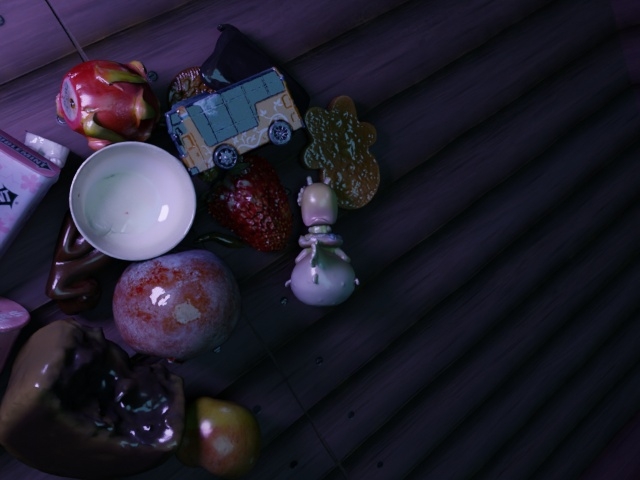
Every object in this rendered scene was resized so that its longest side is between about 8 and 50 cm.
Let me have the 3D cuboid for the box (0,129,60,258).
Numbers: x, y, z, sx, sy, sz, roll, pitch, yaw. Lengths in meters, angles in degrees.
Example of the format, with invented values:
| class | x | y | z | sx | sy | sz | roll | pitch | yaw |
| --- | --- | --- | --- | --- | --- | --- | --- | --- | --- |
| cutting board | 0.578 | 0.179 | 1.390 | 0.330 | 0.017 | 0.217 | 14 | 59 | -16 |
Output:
| class | x | y | z | sx | sy | sz | roll | pitch | yaw |
| --- | --- | --- | --- | --- | --- | --- | --- | --- | --- |
| box | -0.758 | -0.057 | 1.035 | 0.190 | 0.112 | 0.370 | 35 | 100 | -20 |

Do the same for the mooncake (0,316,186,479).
| class | x | y | z | sx | sy | sz | roll | pitch | yaw |
| --- | --- | --- | --- | --- | --- | --- | --- | --- | --- |
| mooncake | -0.534 | 0.376 | 1.141 | 0.393 | 0.246 | 0.394 | -7 | 125 | -11 |

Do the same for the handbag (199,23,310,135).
| class | x | y | z | sx | sy | sz | roll | pitch | yaw |
| --- | --- | --- | --- | --- | --- | --- | --- | --- | --- |
| handbag | -0.184 | -0.441 | 1.348 | 0.332 | 0.075 | 0.191 | 34 | 71 | -29 |

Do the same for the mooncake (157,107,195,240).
| class | x | y | z | sx | sy | sz | roll | pitch | yaw |
| --- | --- | --- | --- | --- | --- | --- | --- | --- | --- |
| mooncake | -0.399 | -0.174 | 1.289 | 0.057 | 0.150 | 0.347 | -7 | 116 | 4 |

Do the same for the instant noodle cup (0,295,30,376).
| class | x | y | z | sx | sy | sz | roll | pitch | yaw |
| --- | --- | --- | --- | --- | --- | --- | --- | --- | --- |
| instant noodle cup | -0.810 | 0.252 | 1.055 | 0.243 | 0.243 | 0.231 | 18 | 95 | -27 |

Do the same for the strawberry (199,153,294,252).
| class | x | y | z | sx | sy | sz | roll | pitch | yaw |
| --- | --- | --- | --- | --- | --- | --- | --- | --- | --- |
| strawberry | -0.167 | -0.099 | 1.375 | 0.306 | 0.138 | 0.233 | 41 | 76 | -22 |

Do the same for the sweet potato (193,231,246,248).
| class | x | y | z | sx | sy | sz | roll | pitch | yaw |
| --- | --- | --- | --- | --- | --- | --- | --- | --- | --- |
| sweet potato | -0.287 | -0.001 | 1.380 | 0.153 | 0.038 | 0.041 | 8 | 81 | -25 |

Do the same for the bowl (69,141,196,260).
| class | x | y | z | sx | sy | sz | roll | pitch | yaw |
| --- | --- | --- | --- | --- | --- | --- | --- | --- | --- |
| bowl | -0.451 | -0.094 | 1.156 | 0.277 | 0.145 | 0.277 | -2 | 94 | -25 |

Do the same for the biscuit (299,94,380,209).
| class | x | y | z | sx | sy | sz | roll | pitch | yaw |
| --- | --- | --- | --- | --- | --- | --- | --- | --- | --- |
| biscuit | 0.069 | -0.271 | 1.515 | 0.275 | 0.052 | 0.355 | -30 | 109 | -17 |

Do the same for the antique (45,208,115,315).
| class | x | y | z | sx | sy | sz | roll | pitch | yaw |
| --- | --- | --- | --- | --- | --- | --- | --- | --- | --- |
| antique | -0.595 | 0.064 | 1.196 | 0.143 | 0.121 | 0.257 | 18 | 81 | -36 |

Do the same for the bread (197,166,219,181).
| class | x | y | z | sx | sy | sz | roll | pitch | yaw |
| --- | --- | --- | --- | --- | --- | --- | --- | --- | --- |
| bread | -0.321 | -0.218 | 1.324 | 0.066 | 0.060 | 0.110 | -12 | 97 | 4 |

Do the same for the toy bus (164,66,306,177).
| class | x | y | z | sx | sy | sz | roll | pitch | yaw |
| --- | --- | --- | --- | --- | --- | --- | --- | --- | --- |
| toy bus | -0.224 | -0.299 | 1.222 | 0.323 | 0.162 | 0.194 | -26 | 108 | -9 |

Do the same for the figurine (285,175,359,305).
| class | x | y | z | sx | sy | sz | roll | pitch | yaw |
| --- | --- | --- | --- | --- | --- | --- | --- | --- | --- |
| figurine | 0.000 | 0.000 | 1.411 | 0.226 | 0.274 | 0.394 | -1 | 87 | 6 |

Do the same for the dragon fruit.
| class | x | y | z | sx | sy | sz | roll | pitch | yaw |
| --- | --- | --- | --- | --- | --- | --- | --- | --- | --- |
| dragon fruit | -0.497 | -0.323 | 1.145 | 0.227 | 0.224 | 0.224 | -9 | 100 | -39 |

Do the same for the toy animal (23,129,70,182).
| class | x | y | z | sx | sy | sz | roll | pitch | yaw |
| --- | --- | --- | --- | --- | --- | --- | --- | --- | --- |
| toy animal | -0.689 | -0.142 | 1.121 | 0.104 | 0.131 | 0.221 | 32 | 83 | -47 |

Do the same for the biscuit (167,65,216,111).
| class | x | y | z | sx | sy | sz | roll | pitch | yaw |
| --- | --- | --- | --- | --- | --- | --- | --- | --- | --- |
| biscuit | -0.329 | -0.386 | 1.322 | 0.188 | 0.027 | 0.188 | -3 | 98 | -27 |

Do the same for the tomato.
| class | x | y | z | sx | sy | sz | roll | pitch | yaw |
| --- | --- | --- | --- | --- | --- | --- | --- | --- | --- |
| tomato | -0.356 | 0.161 | 1.213 | 0.316 | 0.316 | 0.282 | -4 | 105 | -26 |

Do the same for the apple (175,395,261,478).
| class | x | y | z | sx | sy | sz | roll | pitch | yaw |
| --- | --- | --- | --- | --- | --- | --- | --- | --- | --- |
| apple | -0.283 | 0.549 | 1.333 | 0.261 | 0.261 | 0.194 | 25 | 68 | -26 |
